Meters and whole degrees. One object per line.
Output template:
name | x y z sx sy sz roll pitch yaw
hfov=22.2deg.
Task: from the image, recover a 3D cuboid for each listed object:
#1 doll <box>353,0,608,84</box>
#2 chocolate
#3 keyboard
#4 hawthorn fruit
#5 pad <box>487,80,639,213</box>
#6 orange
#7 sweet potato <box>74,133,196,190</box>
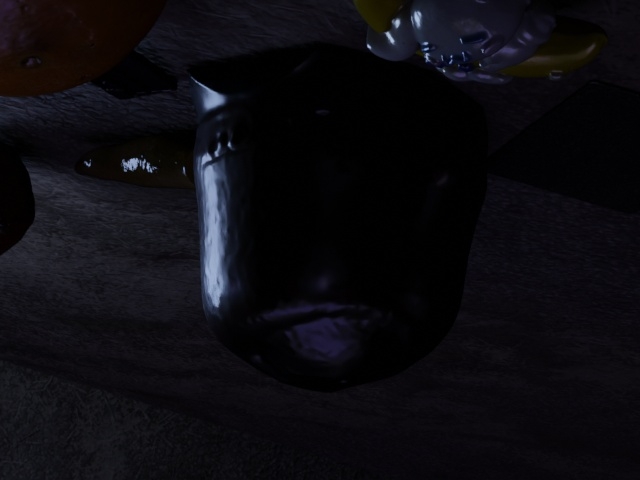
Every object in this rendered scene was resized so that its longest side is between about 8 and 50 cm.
doll | 0.139 -0.210 1.522 0.237 0.111 0.252 27 165 -37
chocolate | 0.000 0.000 1.904 0.383 0.331 0.383 12 164 4
keyboard | -0.238 -0.199 1.840 0.087 0.017 0.250 -10 168 15
hawthorn fruit | -0.477 -0.059 2.290 0.181 0.181 0.235 11 -173 -1
pad | 0.342 -0.102 1.903 0.220 0.004 0.330 16 162 -14
orange | -0.264 -0.249 1.403 0.284 0.226 0.284 -13 153 -7
sweet potato | -0.224 -0.106 2.133 0.243 0.077 0.077 9 164 36
